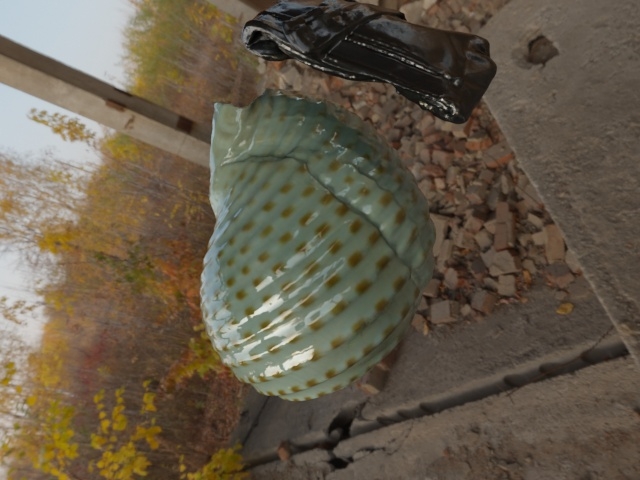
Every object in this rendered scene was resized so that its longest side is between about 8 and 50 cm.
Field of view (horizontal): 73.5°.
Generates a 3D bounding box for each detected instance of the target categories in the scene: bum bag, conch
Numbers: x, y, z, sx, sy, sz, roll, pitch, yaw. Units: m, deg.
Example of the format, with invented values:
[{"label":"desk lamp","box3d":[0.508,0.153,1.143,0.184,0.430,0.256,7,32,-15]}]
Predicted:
[{"label":"bum bag","box3d":[0.049,-0.195,0.435,0.123,0.248,0.060,-57,-10,-33]},{"label":"conch","box3d":[0.012,0.008,0.463,0.215,0.303,0.319,23,134,39]}]
